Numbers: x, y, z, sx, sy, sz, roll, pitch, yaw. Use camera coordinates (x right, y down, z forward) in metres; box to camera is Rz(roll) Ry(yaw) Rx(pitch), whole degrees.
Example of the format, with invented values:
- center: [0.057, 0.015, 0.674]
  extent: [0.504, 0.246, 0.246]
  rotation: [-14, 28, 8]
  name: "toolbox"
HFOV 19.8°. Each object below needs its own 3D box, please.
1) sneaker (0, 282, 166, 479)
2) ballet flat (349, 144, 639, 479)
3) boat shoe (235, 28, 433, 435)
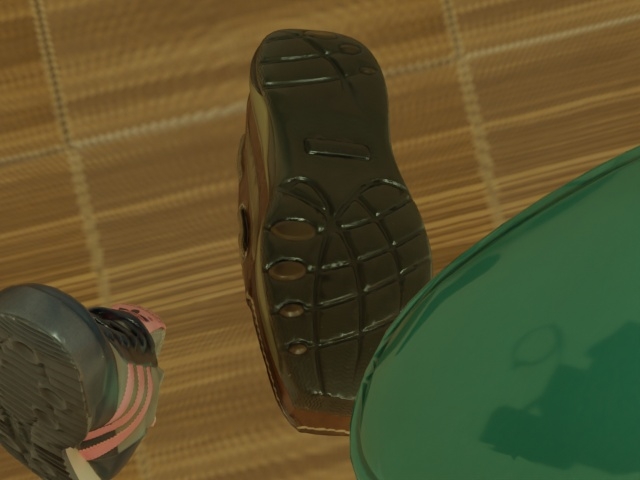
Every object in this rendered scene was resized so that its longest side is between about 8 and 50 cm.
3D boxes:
- center: [-0.163, 0.077, 1.256]
  extent: [0.112, 0.319, 0.131]
  rotation: [36, 69, 8]
  name: "sneaker"
- center: [0.202, 0.010, 0.461]
  extent: [0.182, 0.483, 0.164]
  rotation: [25, 53, -22]
  name: "ballet flat"
- center: [0.000, 0.000, 1.270]
  extent: [0.123, 0.120, 0.324]
  rotation: [10, 49, -14]
  name: "boat shoe"
